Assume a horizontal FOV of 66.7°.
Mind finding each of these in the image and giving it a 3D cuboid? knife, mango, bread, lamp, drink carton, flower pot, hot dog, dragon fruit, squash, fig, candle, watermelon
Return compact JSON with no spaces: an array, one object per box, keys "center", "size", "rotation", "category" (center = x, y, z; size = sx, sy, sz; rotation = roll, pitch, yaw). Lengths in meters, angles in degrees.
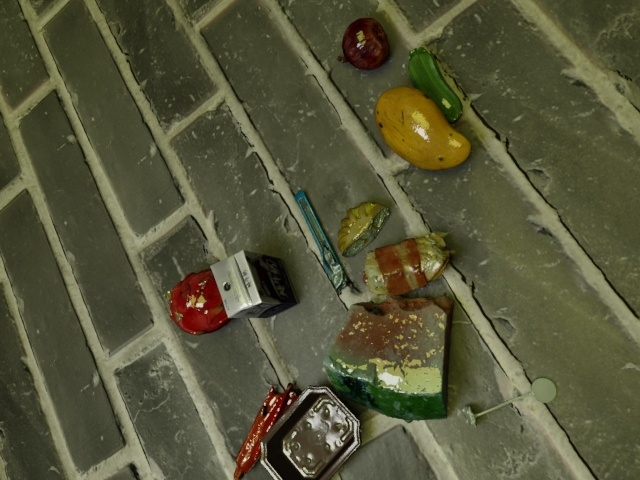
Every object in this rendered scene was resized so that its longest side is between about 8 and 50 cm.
[{"center":[-0.001,0.000,1.252],"size":[0.044,0.026,0.297],"rotation":[-34,72,25],"category":"knife"},{"center":[0.229,-0.258,1.142],"size":[0.262,0.108,0.157],"rotation":[45,131,24],"category":"mango"},{"center":[0.096,-0.041,1.198],"size":[0.157,0.083,0.094],"rotation":[-36,59,13],"category":"bread"},{"center":[0.405,0.347,1.048],"size":[0.198,0.056,0.050],"rotation":[-22,74,5],"category":"lamp"},{"center":[-0.156,0.112,1.187],"size":[0.101,0.222,0.134],"rotation":[-25,74,16],"category":"drink carton"},{"center":[-0.014,0.471,1.155],"size":[0.179,0.084,0.251],"rotation":[43,97,21],"category":"flower pot"},{"center":[0.198,0.061,1.123],"size":[0.213,0.103,0.146],"rotation":[-12,36,17],"category":"hot dog"},{"center":[-0.302,0.159,1.264],"size":[0.209,0.172,0.173],"rotation":[-17,76,19],"category":"dragon fruit"},{"center":[0.273,-0.376,1.181],"size":[0.077,0.068,0.219],"rotation":[-34,71,34],"category":"squash"},{"center":[0.101,-0.499,1.235],"size":[0.150,0.128,0.129],"rotation":[12,86,19],"category":"fig"},{"center":[-0.145,0.487,1.215],"size":[0.084,0.059,0.302],"rotation":[32,93,36],"category":"candle"},{"center":[0.155,0.258,1.085],"size":[0.263,0.151,0.303],"rotation":[6,84,22],"category":"watermelon"}]
